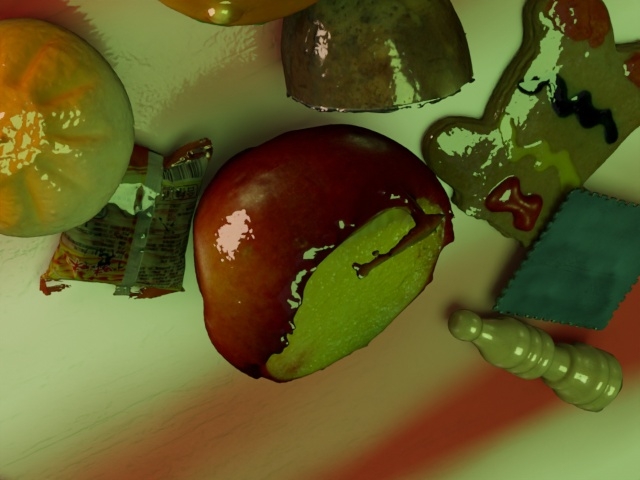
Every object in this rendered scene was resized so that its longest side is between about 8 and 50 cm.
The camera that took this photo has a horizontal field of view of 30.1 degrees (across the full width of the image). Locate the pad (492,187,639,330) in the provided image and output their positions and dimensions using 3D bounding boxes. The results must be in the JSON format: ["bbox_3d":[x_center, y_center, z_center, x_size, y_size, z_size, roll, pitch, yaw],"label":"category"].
[{"bbox_3d":[0.454,0.039,2.027,0.270,0.012,0.269,13,121,-32],"label":"pad"}]

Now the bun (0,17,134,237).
[{"bbox_3d":[-0.403,-0.143,1.584,0.299,0.165,0.298,0,98,3],"label":"bun"}]

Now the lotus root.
[{"bbox_3d":[0.076,-0.295,1.669,0.272,0.272,0.192,-10,107,-12],"label":"lotus root"}]

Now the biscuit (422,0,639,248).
[{"bbox_3d":[0.388,-0.174,1.915,0.368,0.076,0.394,32,102,-27],"label":"biscuit"}]

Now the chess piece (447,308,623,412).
[{"bbox_3d":[0.357,0.192,2.045,0.307,0.138,0.124,23,121,-23],"label":"chess piece"}]

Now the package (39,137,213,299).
[{"bbox_3d":[-0.287,-0.028,1.757,0.223,0.108,0.288,5,116,-18],"label":"package"}]

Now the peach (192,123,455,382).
[{"bbox_3d":[-0.021,-0.003,1.724,0.406,0.310,0.335,-38,154,-12],"label":"peach"}]

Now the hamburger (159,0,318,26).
[{"bbox_3d":[-0.118,-0.476,1.495,0.396,0.277,0.395,-7,117,-15],"label":"hamburger"}]
